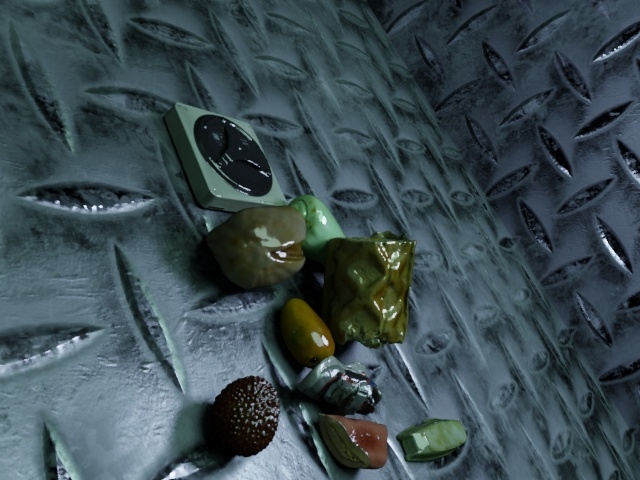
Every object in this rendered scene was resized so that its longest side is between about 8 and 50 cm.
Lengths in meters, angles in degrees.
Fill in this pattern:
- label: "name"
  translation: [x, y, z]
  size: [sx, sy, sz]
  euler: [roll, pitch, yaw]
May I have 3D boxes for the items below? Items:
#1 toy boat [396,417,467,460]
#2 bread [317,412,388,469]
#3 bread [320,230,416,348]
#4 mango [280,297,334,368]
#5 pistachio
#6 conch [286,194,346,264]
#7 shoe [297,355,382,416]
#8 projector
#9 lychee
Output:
- label: "toy boat"
  translation: [0.289, 0.476, 1.587]
  size: [0.293, 0.055, 0.093]
  euler: [11, 53, -52]
- label: "bread"
  translation: [0.075, 0.410, 1.316]
  size: [0.192, 0.067, 0.119]
  euler: [28, 29, -42]
- label: "bread"
  translation: [0.109, 0.106, 1.484]
  size: [0.238, 0.196, 0.252]
  euler: [-3, 99, -53]
- label: "mango"
  translation: [-0.034, 0.193, 1.369]
  size: [0.163, 0.089, 0.111]
  euler: [53, 15, 17]
- label: "pistachio"
  translation: [-0.128, 0.009, 1.365]
  size: [0.288, 0.197, 0.166]
  euler: [-22, 122, -72]
- label: "conch"
  translation: [-0.012, -0.012, 1.588]
  size: [0.250, 0.143, 0.137]
  euler: [41, 43, -56]
- label: "shoe"
  translation: [0.049, 0.314, 1.327]
  size: [0.227, 0.099, 0.125]
  euler: [18, 29, -54]
- label: "projector"
  translation: [-0.211, -0.188, 1.514]
  size: [0.257, 0.079, 0.259]
  euler: [5, 53, -54]
- label: "lychee"
  translation: [-0.125, 0.289, 1.089]
  size: [0.123, 0.129, 0.123]
  euler: [18, 11, -4]
